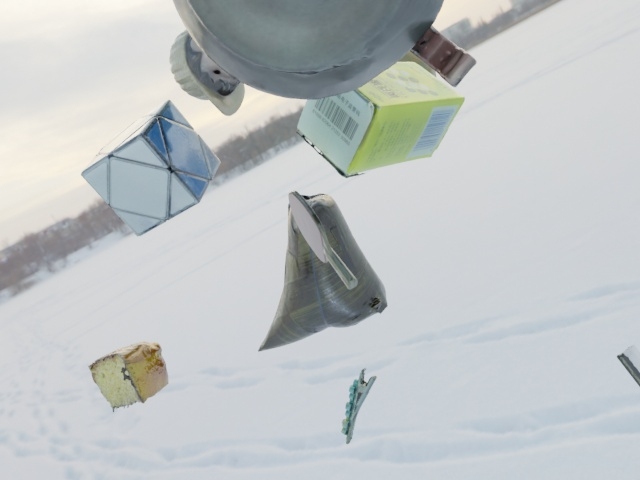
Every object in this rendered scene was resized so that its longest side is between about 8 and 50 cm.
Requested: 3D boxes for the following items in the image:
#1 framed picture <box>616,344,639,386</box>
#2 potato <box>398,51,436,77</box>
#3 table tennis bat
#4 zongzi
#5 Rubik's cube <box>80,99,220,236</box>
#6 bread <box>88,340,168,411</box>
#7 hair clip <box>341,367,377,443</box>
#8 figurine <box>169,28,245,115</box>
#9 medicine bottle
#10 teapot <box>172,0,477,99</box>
[{"bbox_3d":[0.555,0.279,0.924,0.016,0.265,0.347,-39,-24,20],"label":"framed picture"},{"bbox_3d":[0.152,-0.344,1.302,0.157,0.194,0.157,21,-90,-87],"label":"potato"},{"bbox_3d":[0.000,0.000,1.181,0.022,0.246,0.138,-27,-35,-13],"label":"table tennis bat"},{"bbox_3d":[-0.077,0.103,1.705,0.432,0.403,0.208,-24,20,14],"label":"zongzi"},{"bbox_3d":[-0.395,-0.172,1.432,0.207,0.205,0.205,-25,28,22],"label":"Rubik's cube"},{"bbox_3d":[-0.417,0.296,1.366,0.134,0.129,0.260,-26,1,-37],"label":"bread"},{"bbox_3d":[0.073,0.342,1.258,0.049,0.173,0.049,15,16,-4],"label":"hair clip"},{"bbox_3d":[-0.206,-0.457,1.368,0.185,0.204,0.332,0,-42,-51],"label":"figurine"},{"bbox_3d":[0.104,-0.211,1.017,0.250,0.137,0.141,-16,-35,-43],"label":"medicine bottle"},{"bbox_3d":[0.031,-0.318,0.722,0.305,0.376,0.362,-51,6,22],"label":"teapot"}]
